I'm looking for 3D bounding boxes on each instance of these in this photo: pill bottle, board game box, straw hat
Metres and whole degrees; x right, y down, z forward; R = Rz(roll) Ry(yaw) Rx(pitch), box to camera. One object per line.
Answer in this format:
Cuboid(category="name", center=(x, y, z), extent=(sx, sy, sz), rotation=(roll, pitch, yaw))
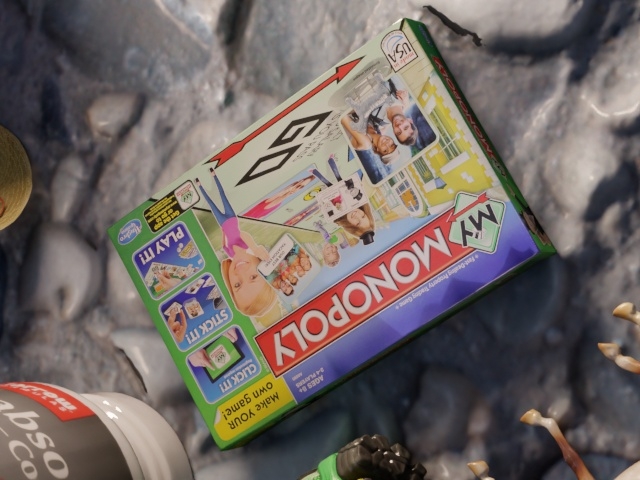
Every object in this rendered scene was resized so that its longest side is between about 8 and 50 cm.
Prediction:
Cuboid(category="pill bottle", center=(-0.261, 0.217, 1.158), extent=(0.210, 0.363, 0.210), rotation=(0, 91, 25))
Cuboid(category="board game box", center=(0.000, 0.000, 1.211), extent=(0.317, 0.046, 0.214), rotation=(-34, 76, 21))
Cuboid(category="straw hat", center=(-0.324, -0.039, 1.350), extent=(0.144, 0.144, 0.061), rotation=(39, 148, 20))

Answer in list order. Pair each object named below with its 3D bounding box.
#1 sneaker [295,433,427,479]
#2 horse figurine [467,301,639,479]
Cuboid(category="sneaker", center=(0.061, 0.330, 1.153), extent=(0.146, 0.134, 0.344), rotation=(-33, 68, 28))
Cuboid(category="horse figurine", center=(0.230, 0.161, 1.094), extent=(0.263, 0.066, 0.174), rotation=(-49, 66, 20))
